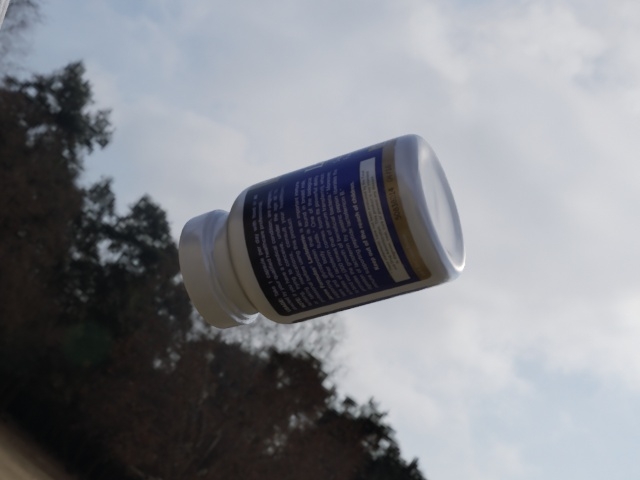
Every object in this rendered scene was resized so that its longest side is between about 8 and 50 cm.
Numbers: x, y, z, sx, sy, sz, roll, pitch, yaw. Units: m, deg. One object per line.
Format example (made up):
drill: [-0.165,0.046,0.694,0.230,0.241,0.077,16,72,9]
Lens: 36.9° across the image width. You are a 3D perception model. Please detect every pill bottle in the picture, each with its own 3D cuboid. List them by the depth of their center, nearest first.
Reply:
pill bottle: [0.000,0.000,0.975,0.264,0.153,0.153,-16,-42,20]

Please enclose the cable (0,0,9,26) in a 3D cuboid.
cable: [-0.170,-0.155,0.367,0.089,0.257,0.257,9,-23,-32]
